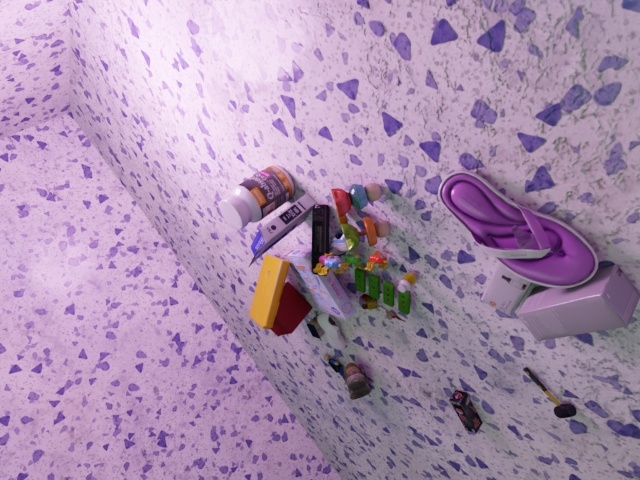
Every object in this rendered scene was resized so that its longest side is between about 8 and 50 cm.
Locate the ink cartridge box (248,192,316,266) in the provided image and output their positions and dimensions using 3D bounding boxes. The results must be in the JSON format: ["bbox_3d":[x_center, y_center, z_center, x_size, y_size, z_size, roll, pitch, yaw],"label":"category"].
[{"bbox_3d":[-0.164,-0.042,1.617,0.065,0.332,0.165,45,146,3],"label":"ink cartridge box"}]

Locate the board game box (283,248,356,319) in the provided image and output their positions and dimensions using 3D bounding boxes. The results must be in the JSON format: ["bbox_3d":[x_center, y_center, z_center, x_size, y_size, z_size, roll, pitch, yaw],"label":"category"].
[{"bbox_3d":[-0.010,0.182,1.833,0.318,0.066,0.318,59,161,-12],"label":"board game box"}]

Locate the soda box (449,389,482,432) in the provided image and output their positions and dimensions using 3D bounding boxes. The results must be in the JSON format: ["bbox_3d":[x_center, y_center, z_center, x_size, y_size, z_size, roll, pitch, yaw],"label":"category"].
[{"bbox_3d":[0.582,0.683,1.673,0.053,0.060,0.169,-8,116,55],"label":"soda box"}]

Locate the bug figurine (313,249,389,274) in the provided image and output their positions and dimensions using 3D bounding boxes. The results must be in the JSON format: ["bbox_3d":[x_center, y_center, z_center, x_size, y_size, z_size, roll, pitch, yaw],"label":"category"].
[{"bbox_3d":[0.099,0.076,1.516,0.216,0.279,0.072,-3,91,60],"label":"bug figurine"}]

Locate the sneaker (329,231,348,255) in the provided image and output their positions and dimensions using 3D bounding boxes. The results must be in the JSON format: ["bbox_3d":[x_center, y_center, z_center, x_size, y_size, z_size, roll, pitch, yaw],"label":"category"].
[{"bbox_3d":[0.068,0.016,1.641,0.237,0.085,0.086,-22,72,62],"label":"sneaker"}]

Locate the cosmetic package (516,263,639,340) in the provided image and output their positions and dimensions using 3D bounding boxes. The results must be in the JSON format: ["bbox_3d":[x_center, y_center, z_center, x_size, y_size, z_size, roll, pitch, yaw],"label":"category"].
[{"bbox_3d":[0.631,0.160,1.038,0.107,0.127,0.238,53,149,-2],"label":"cosmetic package"}]

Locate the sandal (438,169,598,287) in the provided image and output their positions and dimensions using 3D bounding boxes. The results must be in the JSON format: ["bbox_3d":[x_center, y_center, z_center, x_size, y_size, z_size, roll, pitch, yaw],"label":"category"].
[{"bbox_3d":[0.460,-0.021,1.033,0.416,0.102,0.169,38,113,22],"label":"sandal"}]

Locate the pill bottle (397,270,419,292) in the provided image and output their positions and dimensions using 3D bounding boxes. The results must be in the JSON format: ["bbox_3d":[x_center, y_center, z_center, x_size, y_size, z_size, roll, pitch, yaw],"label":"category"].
[{"bbox_3d":[0.305,0.145,1.458,0.043,0.083,0.043,31,142,28],"label":"pill bottle"}]

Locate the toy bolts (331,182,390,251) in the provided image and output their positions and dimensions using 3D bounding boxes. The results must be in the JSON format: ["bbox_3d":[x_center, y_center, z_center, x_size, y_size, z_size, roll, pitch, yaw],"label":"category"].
[{"bbox_3d":[0.135,-0.110,1.419,0.218,0.158,0.228,-103,-4,-45],"label":"toy bolts"}]

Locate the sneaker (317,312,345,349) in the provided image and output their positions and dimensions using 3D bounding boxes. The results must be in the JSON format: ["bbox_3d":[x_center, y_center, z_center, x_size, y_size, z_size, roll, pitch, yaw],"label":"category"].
[{"bbox_3d":[0.070,0.446,2.059,0.094,0.080,0.212,-28,98,45],"label":"sneaker"}]

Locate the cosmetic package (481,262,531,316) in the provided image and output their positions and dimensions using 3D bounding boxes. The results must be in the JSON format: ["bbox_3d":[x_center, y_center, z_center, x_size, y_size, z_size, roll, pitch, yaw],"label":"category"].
[{"bbox_3d":[0.532,0.103,1.162,0.099,0.060,0.239,32,143,28],"label":"cosmetic package"}]

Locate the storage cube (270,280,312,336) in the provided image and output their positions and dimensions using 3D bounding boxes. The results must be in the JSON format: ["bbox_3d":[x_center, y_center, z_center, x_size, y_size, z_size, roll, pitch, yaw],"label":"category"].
[{"bbox_3d":[-0.192,0.356,2.165,0.193,0.215,0.183,48,147,-7],"label":"storage cube"}]

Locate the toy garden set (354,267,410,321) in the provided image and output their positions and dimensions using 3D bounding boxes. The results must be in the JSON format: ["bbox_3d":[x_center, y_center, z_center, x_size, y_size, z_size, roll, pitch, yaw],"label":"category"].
[{"bbox_3d":[0.249,0.222,1.641,0.244,0.049,0.204,24,137,34],"label":"toy garden set"}]

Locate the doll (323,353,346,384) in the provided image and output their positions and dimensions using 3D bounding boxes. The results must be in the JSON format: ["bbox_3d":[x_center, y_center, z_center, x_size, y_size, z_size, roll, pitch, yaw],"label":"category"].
[{"bbox_3d":[0.089,0.699,2.303,0.189,0.046,0.129,45,157,21],"label":"doll"}]

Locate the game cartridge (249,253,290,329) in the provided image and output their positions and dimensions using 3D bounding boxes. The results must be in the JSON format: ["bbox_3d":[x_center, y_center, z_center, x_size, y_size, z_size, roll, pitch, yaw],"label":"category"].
[{"bbox_3d":[-0.245,0.236,1.980,0.052,0.324,0.285,14,179,-23],"label":"game cartridge"}]

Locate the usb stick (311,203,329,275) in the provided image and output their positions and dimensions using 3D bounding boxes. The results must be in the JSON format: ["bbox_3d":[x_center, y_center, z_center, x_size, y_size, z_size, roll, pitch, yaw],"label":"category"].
[{"bbox_3d":[0.000,0.000,1.615,0.077,0.045,0.278,6,99,34],"label":"usb stick"}]

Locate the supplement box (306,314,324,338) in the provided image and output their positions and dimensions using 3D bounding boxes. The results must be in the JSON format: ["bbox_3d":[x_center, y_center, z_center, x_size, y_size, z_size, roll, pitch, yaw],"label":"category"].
[{"bbox_3d":[-0.011,0.438,2.133,0.056,0.083,0.083,4,125,49],"label":"supplement box"}]

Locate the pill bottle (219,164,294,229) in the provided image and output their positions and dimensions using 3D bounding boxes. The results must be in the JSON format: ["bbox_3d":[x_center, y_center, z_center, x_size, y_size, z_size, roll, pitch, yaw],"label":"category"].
[{"bbox_3d":[-0.247,-0.168,1.644,0.162,0.278,0.162,31,143,27],"label":"pill bottle"}]

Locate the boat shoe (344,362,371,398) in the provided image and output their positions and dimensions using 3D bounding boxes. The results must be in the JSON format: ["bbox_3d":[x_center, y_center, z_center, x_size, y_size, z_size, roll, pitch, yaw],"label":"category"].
[{"bbox_3d":[0.188,0.728,2.172,0.324,0.123,0.116,81,171,-50],"label":"boat shoe"}]

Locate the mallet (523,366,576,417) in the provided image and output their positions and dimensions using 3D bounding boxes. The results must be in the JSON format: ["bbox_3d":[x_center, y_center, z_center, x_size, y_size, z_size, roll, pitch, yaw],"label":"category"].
[{"bbox_3d":[0.725,0.480,1.325,0.190,0.039,0.062,52,149,6],"label":"mallet"}]
